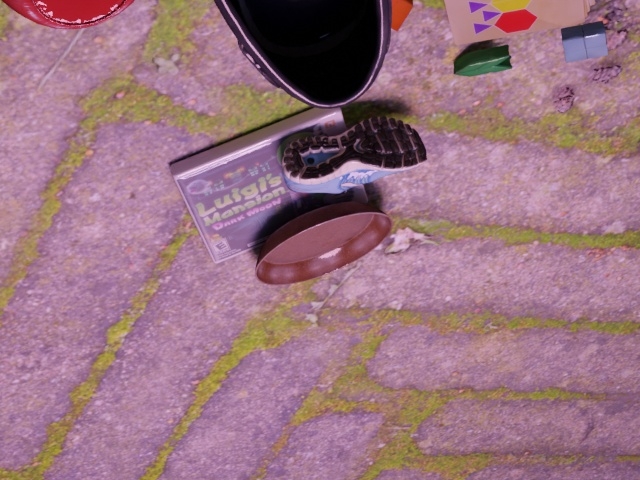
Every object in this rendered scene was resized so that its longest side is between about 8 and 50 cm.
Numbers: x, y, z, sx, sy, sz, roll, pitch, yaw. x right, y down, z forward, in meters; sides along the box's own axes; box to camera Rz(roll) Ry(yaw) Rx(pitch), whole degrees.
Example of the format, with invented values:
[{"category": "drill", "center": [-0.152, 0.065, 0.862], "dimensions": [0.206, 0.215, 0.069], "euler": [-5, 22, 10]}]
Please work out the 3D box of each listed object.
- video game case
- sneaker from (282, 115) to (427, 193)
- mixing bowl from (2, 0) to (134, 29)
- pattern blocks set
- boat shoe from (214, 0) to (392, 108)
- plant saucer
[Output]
[{"category": "video game case", "center": [-0.052, -0.060, 1.667], "dimensions": [0.190, 0.022, 0.173], "euler": [-22, 144, -1]}, {"category": "sneaker", "center": [0.033, -0.086, 1.629], "dimensions": [0.162, 0.063, 0.073], "euler": [-8, 160, -14]}, {"category": "mixing bowl", "center": [-0.209, -0.244, 1.281], "dimensions": [0.181, 0.098, 0.181], "euler": [-15, 145, -11]}, {"category": "pattern blocks set", "center": [0.186, -0.258, 1.480], "dimensions": [0.285, 0.026, 0.325], "euler": [-5, 154, 2]}, {"category": "boat shoe", "center": [-0.042, -0.293, 1.261], "dimensions": [0.187, 0.156, 0.500], "euler": [-21, 143, 1]}, {"category": "plant saucer", "center": [0.000, 0.000, 1.740], "dimensions": [0.168, 0.029, 0.168], "euler": [-19, 159, -8]}]
